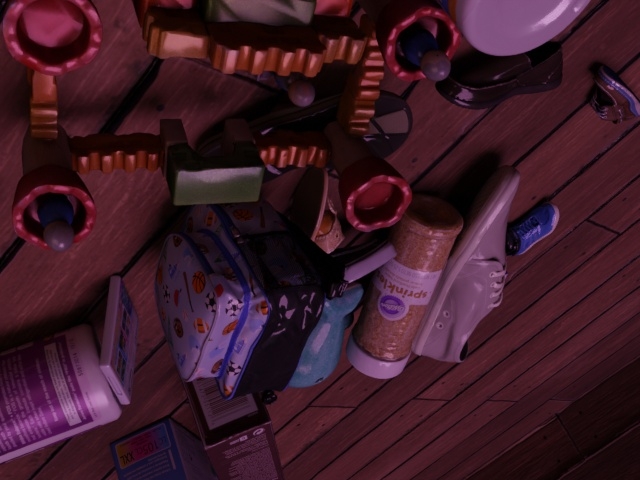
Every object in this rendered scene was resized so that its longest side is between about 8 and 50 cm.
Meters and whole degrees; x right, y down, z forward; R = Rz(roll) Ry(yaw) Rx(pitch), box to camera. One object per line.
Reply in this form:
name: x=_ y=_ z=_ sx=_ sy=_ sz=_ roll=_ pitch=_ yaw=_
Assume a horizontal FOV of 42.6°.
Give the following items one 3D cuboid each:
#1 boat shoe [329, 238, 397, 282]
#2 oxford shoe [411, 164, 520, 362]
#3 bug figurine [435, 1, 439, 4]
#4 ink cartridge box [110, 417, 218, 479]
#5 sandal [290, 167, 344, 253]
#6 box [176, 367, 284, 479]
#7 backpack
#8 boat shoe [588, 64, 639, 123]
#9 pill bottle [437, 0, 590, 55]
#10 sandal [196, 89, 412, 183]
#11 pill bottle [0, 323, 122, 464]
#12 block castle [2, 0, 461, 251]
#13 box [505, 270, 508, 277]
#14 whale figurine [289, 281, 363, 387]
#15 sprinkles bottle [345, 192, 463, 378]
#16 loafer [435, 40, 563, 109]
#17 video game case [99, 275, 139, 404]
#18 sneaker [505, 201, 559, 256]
boat shoe: x=-0.028 y=0.043 z=1.384 sx=0.306 sy=0.104 sz=0.113 roll=-21 pitch=-179 yaw=8
oxford shoe: x=0.291 y=0.057 z=1.532 sx=0.169 sy=0.130 sz=0.449 roll=-53 pitch=164 yaw=-54
bug figurine: x=0.258 y=-0.361 z=1.043 sx=0.216 sy=0.072 sz=0.279 roll=-4 pitch=141 yaw=-32
ink cartridge box: x=-0.282 y=0.610 z=1.737 sx=0.151 sy=0.395 sz=0.270 roll=-27 pitch=148 yaw=0
sandal: x=-0.003 y=-0.002 z=1.296 sx=0.079 sy=0.088 sz=0.239 roll=6 pitch=108 yaw=-31
box: x=-0.177 y=0.389 z=1.695 sx=0.143 sy=0.191 sz=0.381 roll=-21 pitch=147 yaw=-9
backpack: x=-0.127 y=0.071 z=1.205 sx=0.213 sy=0.263 sz=0.276 roll=5 pitch=130 yaw=-32
boat shoe: x=0.500 y=-0.238 z=1.404 sx=0.066 sy=0.066 sz=0.183 roll=-40 pitch=146 yaw=23
pill bottle: x=0.148 y=-0.326 z=0.822 sx=0.152 sy=0.272 sz=0.152 roll=-19 pitch=148 yaw=-12
sandal: x=-0.025 y=-0.154 z=1.130 sx=0.303 sy=0.086 sz=0.120 roll=-11 pitch=135 yaw=3
pill bottle: x=-0.483 y=0.255 z=1.295 sx=0.302 sy=0.169 sz=0.169 roll=-19 pitch=147 yaw=-13
block castle: x=-0.095 y=-0.146 z=0.880 sx=0.454 sy=0.212 sz=0.303 roll=-3 pitch=131 yaw=-21
box: x=0.308 y=0.097 z=1.739 sx=0.137 sy=0.072 sz=0.126 roll=-17 pitch=147 yaw=-17
whale figurine: x=-0.010 y=0.180 z=1.527 sx=0.216 sy=0.141 sz=0.272 roll=-11 pitch=155 yaw=-40
sprinkles bottle: x=0.147 y=0.088 z=1.497 sx=0.121 sy=0.121 sz=0.355 roll=-6 pitch=130 yaw=-30
loafer: x=0.266 y=-0.255 z=1.210 sx=0.220 sy=0.080 sz=0.078 roll=-18 pitch=138 yaw=-24
video game case: x=-0.315 y=0.158 z=1.293 sx=0.019 sy=0.157 sz=0.143 roll=-2 pitch=146 yaw=1
sneaker: x=0.413 y=-0.018 z=1.663 sx=0.085 sy=0.058 sz=0.152 roll=-11 pitch=152 yaw=-39
